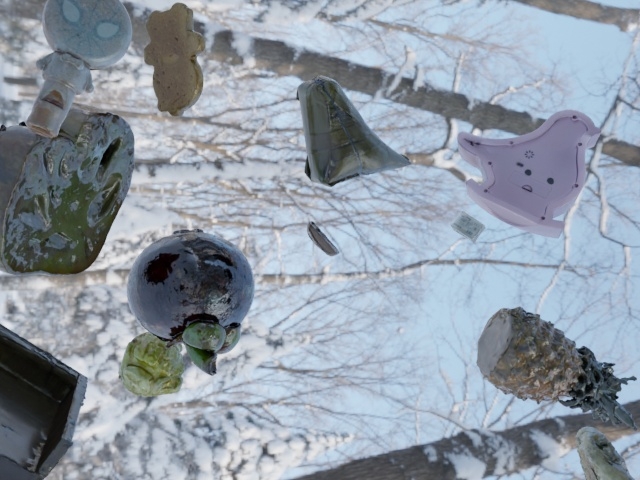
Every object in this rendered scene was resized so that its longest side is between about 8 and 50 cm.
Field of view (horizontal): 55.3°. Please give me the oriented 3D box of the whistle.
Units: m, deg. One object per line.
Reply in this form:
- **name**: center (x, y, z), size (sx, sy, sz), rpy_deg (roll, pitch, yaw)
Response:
- **whistle**: center (-0.309, -0.232, 0.770), size (0.057, 0.107, 0.220), rpy_deg (-5, -115, 59)

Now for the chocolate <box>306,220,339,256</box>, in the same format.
- **chocolate**: center (0.000, 0.000, 1.380), size (0.031, 0.101, 0.064), rpy_deg (-43, 180, 4)

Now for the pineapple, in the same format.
- **pineapple**: center (0.459, 0.249, 1.132), size (0.169, 0.340, 0.169), rpy_deg (-61, -169, 21)

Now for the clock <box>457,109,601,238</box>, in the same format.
- **clock**: center (0.444, -0.178, 1.355), size (0.275, 0.290, 0.080), rpy_deg (-60, 160, -9)

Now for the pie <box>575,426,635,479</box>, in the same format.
- **pie**: center (0.644, 0.568, 1.317), size (0.339, 0.077, 0.339), rpy_deg (-23, 90, -88)

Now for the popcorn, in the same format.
- **popcorn**: center (-0.465, 0.339, 1.693), size (0.187, 0.167, 0.186), rpy_deg (160, -59, -65)

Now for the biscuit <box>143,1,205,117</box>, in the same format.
- **biscuit**: center (-0.304, -0.377, 1.288), size (0.165, 0.036, 0.226), rpy_deg (-6, -84, 30)

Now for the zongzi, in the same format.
- **zongzi**: center (0.094, -0.276, 1.467), size (0.123, 0.289, 0.260), rpy_deg (31, -47, 59)

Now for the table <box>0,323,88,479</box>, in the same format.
- **table**: center (-0.326, 0.168, 0.503), size (0.193, 0.169, 0.172), rpy_deg (-53, -163, -4)

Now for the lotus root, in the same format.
- **lotus root**: center (-0.517, -0.085, 1.217), size (0.375, 0.111, 0.390), rpy_deg (100, 16, -46)

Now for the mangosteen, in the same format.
- **mangosteen**: center (-0.313, 0.150, 1.483), size (0.306, 0.306, 0.360), rpy_deg (-29, -119, 60)

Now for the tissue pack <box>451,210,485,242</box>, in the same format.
- **tissue pack**: center (0.439, -0.040, 1.814), size (0.083, 0.042, 0.062), rpy_deg (37, -90, 32)
